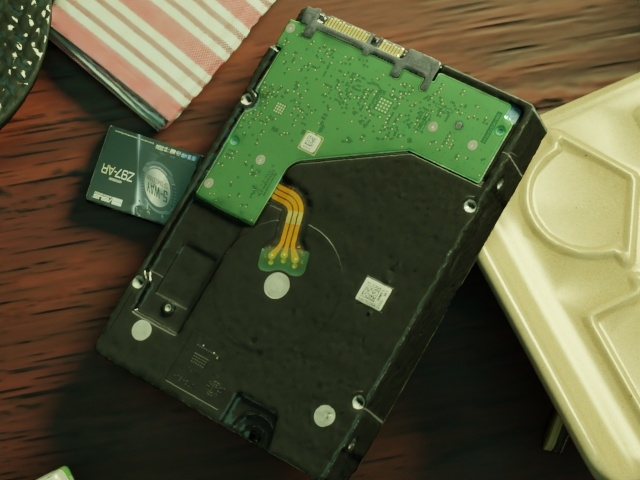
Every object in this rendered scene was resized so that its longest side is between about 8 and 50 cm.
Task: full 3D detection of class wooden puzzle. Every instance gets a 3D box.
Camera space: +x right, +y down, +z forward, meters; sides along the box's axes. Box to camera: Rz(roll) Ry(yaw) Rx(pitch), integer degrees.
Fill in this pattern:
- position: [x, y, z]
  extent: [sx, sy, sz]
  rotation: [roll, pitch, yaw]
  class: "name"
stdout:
- position: [0.305, 0.012, 1.555]
  extent: [0.348, 0.080, 0.322]
  rotation: [-21, 66, -12]
  class: "wooden puzzle"

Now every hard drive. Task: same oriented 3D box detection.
- position: [0.000, 0.000, 1.521]
  extent: [0.237, 0.064, 0.339]
  rotation: [26, 83, 25]
  class: "hard drive"

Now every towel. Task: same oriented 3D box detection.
- position: [-0.124, -0.207, 1.594]
  extent: [0.144, 0.029, 0.197]
  rotation: [40, 80, -1]
  class: "towel"

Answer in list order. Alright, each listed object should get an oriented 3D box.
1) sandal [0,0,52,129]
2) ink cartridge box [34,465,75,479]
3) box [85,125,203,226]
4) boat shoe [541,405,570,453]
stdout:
- position: [-0.299, -0.259, 1.553]
  extent: [0.168, 0.107, 0.445]
  rotation: [2, 72, -5]
  class: "sandal"
- position: [-0.187, 0.323, 1.448]
  extent: [0.117, 0.201, 0.278]
  rotation: [-26, 88, -7]
  class: "ink cartridge box"
- position: [-0.147, -0.052, 1.579]
  extent: [0.083, 0.018, 0.067]
  rotation: [19, 83, -4]
  class: "box"
- position: [0.235, 0.114, 1.585]
  extent: [0.049, 0.056, 0.152]
  rotation: [28, 82, 2]
  class: "boat shoe"
